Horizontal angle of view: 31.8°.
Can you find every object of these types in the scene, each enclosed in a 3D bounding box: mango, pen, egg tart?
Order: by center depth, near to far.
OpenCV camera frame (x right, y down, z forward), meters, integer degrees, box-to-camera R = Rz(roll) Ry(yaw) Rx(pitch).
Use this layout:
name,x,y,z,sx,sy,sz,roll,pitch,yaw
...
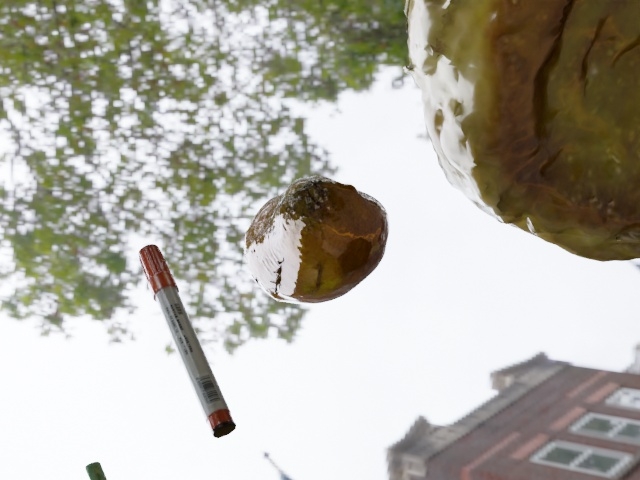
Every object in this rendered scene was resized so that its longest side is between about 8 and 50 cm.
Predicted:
name,x,y,z,sx,sy,sz,roll,pitch,yaw
egg tart,0.191,-0.128,0.494,0.341,0.341,0.129,49,-158,-41
mango,-0.001,0.004,0.849,0.105,0.159,0.084,11,-101,-12
pen,-0.134,0.093,1.102,0.028,0.239,0.028,-18,-39,-15

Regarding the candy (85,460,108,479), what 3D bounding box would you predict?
name,x,y,z,sx,sy,sz,roll,pitch,yaw
candy,-0.071,0.249,0.604,0.084,0.078,0.287,-14,-115,-39
